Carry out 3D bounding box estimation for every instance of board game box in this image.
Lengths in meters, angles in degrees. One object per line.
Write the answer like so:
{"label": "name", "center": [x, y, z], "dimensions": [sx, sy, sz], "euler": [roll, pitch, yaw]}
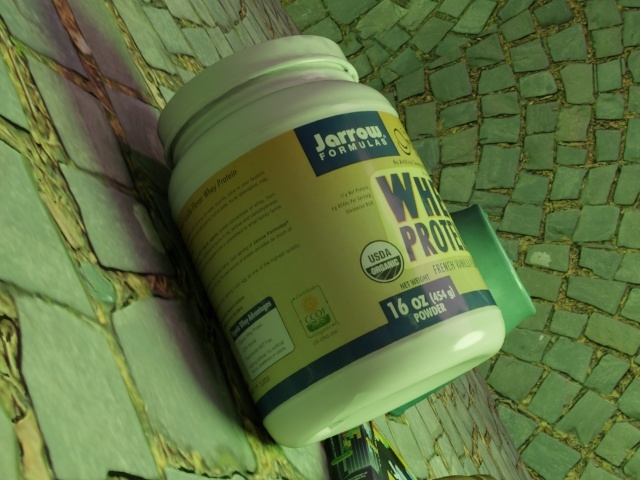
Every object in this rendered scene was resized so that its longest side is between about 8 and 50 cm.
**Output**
{"label": "board game box", "center": [0.068, 0.270, 0.956], "dimensions": [0.170, 0.048, 0.141], "euler": [55, 10, -31]}

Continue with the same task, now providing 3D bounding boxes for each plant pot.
{"label": "plant pot", "center": [0.164, 0.081, 1.356], "dimensions": [0.272, 0.255, 0.271], "euler": [58, 11, -18]}

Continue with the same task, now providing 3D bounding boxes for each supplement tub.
{"label": "supplement tub", "center": [0.000, 0.000, 0.829], "dimensions": [0.316, 0.228, 0.228], "euler": [64, 10, 14]}

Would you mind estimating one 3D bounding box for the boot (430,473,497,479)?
{"label": "boot", "center": [0.190, 0.427, 1.096], "dimensions": [0.115, 0.112, 0.305], "euler": [13, 46, -35]}
